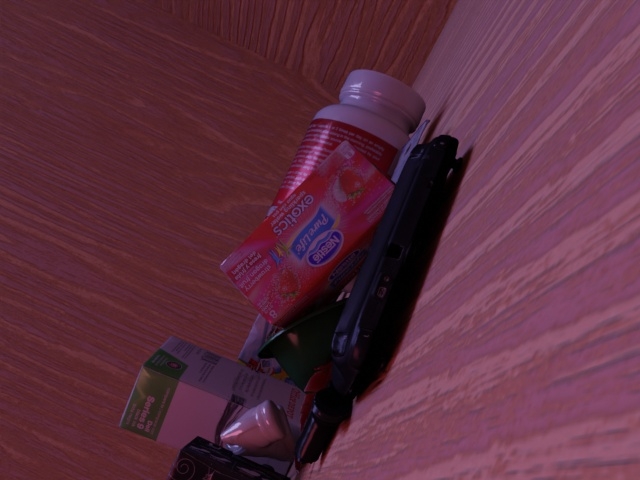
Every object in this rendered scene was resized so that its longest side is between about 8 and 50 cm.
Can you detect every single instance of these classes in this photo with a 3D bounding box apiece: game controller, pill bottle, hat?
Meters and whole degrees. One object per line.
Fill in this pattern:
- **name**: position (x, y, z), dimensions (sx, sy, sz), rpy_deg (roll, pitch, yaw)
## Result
- **game controller**: position (0.089, 0.029, 0.834), dimensions (0.166, 0.067, 0.319), rpy_deg (85, -153, -61)
- **pill bottle**: position (0.051, -0.120, 1.431), dimensions (0.229, 0.229, 0.408), rpy_deg (120, 175, -83)
- **hat**: position (0.018, 0.206, 1.026), dimensions (0.208, 0.184, 0.173), rpy_deg (-25, -18, -12)

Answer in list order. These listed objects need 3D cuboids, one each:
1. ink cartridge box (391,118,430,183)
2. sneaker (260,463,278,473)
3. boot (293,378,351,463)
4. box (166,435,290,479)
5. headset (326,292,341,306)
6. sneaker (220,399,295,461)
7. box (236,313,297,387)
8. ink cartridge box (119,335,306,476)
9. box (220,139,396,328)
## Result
- **ink cartridge box**: position (0.133, -0.077, 1.226), dimensions (0.224, 0.045, 0.223), rpy_deg (-64, 1, -5)
- **sneaker**: position (-0.157, 0.446, 1.131), dimensions (0.276, 0.135, 0.098), rpy_deg (-63, -1, 28)
- **boot**: position (-0.002, 0.223, 0.853), dimensions (0.099, 0.045, 0.121), rpy_deg (-63, -6, 12)
- **box**: position (-0.160, 0.419, 0.975), dimensions (0.142, 0.163, 0.247), rpy_deg (100, -165, -83)
- **headset**: position (0.028, 0.084, 1.733), dimensions (0.243, 0.185, 0.394), rpy_deg (-59, -20, -58)
- **sneaker**: position (-0.091, 0.289, 1.052), dimensions (0.212, 0.094, 0.080), rpy_deg (70, 177, -62)
- **box**: position (-0.070, 0.221, 1.405), dimensions (0.044, 0.159, 0.233), rpy_deg (144, 152, -85)
- **ink cartridge box**: position (-0.172, 0.294, 1.253), dimensions (0.211, 0.289, 0.122), rpy_deg (-69, 1, -85)
- **box**: position (0.000, 0.000, 1.027), dimensions (0.257, 0.122, 0.128), rpy_deg (-45, -19, 2)
